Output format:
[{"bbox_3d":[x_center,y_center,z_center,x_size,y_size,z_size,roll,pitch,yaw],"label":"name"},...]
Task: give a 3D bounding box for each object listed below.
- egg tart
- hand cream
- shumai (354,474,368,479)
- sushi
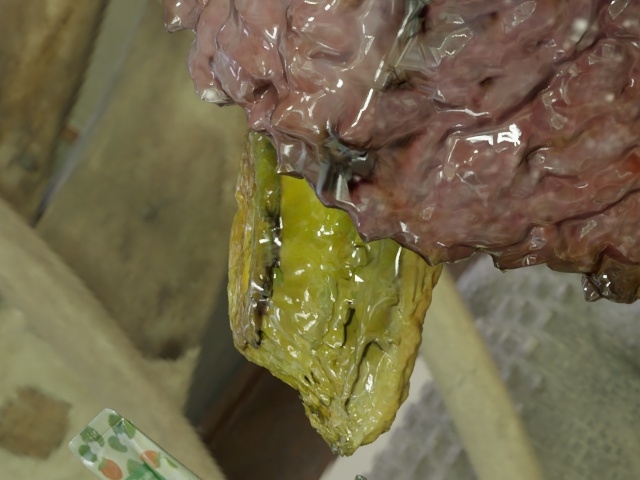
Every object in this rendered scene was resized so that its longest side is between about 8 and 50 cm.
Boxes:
[{"bbox_3d":[0.000,0.000,1.072,0.294,0.123,0.294,-173,90,-79],"label":"egg tart"},{"bbox_3d":[-0.062,0.151,0.811,0.057,0.165,0.037,-43,10,45],"label":"hand cream"},{"bbox_3d":[-0.029,0.367,1.327,0.292,0.288,0.330,18,103,26],"label":"shumai"},{"bbox_3d":[0.076,-0.119,0.602,0.236,0.270,0.171,-100,29,-43],"label":"sushi"}]
